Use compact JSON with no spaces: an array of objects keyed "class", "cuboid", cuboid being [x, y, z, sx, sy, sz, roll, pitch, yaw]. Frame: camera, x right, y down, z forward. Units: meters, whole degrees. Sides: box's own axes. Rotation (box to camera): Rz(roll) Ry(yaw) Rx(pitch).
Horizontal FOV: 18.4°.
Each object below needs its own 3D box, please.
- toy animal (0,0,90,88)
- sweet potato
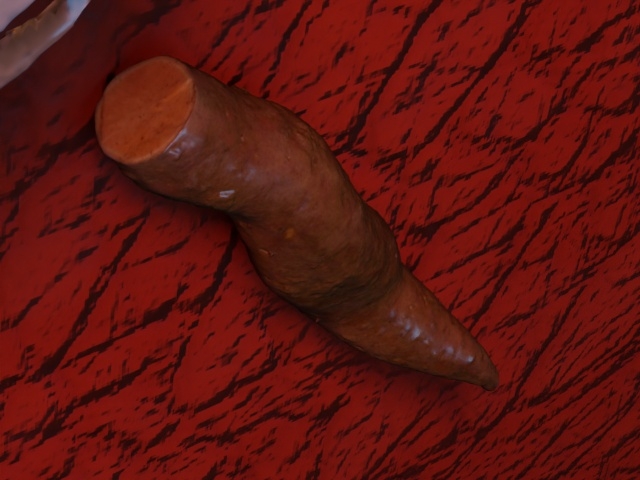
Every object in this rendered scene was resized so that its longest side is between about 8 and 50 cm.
[{"class":"toy animal","cuboid":[-0.162,-0.138,0.480,0.249,0.174,0.289,-29,143,-6]},{"class":"sweet potato","cuboid":[0.000,0.000,0.866,0.281,0.067,0.059,42,46,-55]}]
